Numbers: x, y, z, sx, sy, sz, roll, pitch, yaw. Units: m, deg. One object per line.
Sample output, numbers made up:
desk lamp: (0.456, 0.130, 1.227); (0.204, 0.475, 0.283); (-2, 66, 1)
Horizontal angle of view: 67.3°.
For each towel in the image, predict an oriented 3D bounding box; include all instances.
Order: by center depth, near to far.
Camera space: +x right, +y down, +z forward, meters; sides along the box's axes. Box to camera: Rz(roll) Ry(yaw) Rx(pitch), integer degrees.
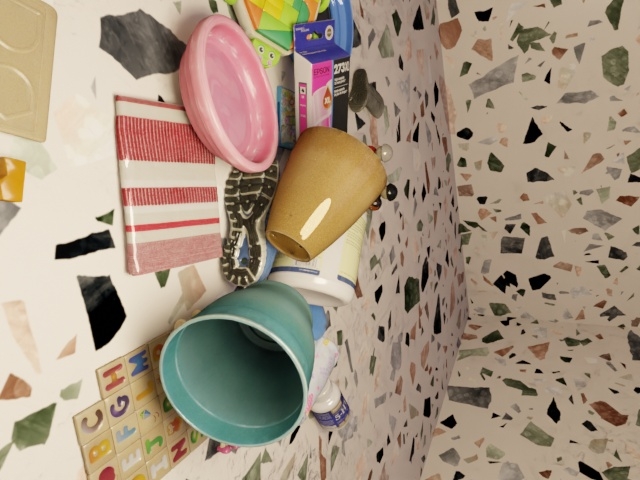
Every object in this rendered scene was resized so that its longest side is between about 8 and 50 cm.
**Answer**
towel: (-0.300, -0.108, 0.969); (0.237, 0.037, 0.328); (-12, 100, -59)

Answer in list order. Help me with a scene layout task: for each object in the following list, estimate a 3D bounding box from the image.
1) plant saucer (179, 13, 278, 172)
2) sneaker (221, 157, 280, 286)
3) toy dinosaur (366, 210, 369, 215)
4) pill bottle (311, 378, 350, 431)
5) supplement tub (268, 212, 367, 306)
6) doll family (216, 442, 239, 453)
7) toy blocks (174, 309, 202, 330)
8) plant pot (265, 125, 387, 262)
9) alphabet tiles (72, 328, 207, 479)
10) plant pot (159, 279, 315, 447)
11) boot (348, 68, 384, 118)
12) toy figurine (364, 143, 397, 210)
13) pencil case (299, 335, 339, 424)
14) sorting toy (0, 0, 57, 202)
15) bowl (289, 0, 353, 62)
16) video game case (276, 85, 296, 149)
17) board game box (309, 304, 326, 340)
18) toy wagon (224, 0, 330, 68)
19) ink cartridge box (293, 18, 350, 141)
plant saucer: (-0.197, -0.306, 1.045); (0.332, 0.084, 0.331); (-9, 90, -70)
sneaker: (-0.157, -0.050, 1.175); (0.147, 0.130, 0.329); (33, 64, -74)
toy dinosaur: (0.104, -0.192, 1.699); (0.118, 0.064, 0.267); (-52, 130, -53)
pill bottle: (0.018, 0.503, 1.505); (0.112, 0.112, 0.186); (-63, 142, -39)
supplement tub: (0.000, 0.000, 1.320); (0.235, 0.236, 0.324); (41, 56, -55)
doll family: (-0.173, 0.385, 1.168); (0.263, 0.119, 0.163); (-3, 105, -49)
toy blocks: (-0.241, 0.200, 1.048); (0.148, 0.054, 0.123); (-28, 115, -59)
plant pot: (-0.011, -0.085, 1.095); (0.254, 0.237, 0.237); (-58, 142, -22)
alphabet tiles: (-0.324, 0.338, 0.966); (0.343, 0.011, 0.284); (-26, 114, -59)
plant pot: (-0.127, 0.208, 0.949); (0.255, 0.272, 0.271); (-56, 140, -66)
boot: (0.178, -0.519, 1.816); (0.208, 0.076, 0.189); (44, 55, -62)
toy figurine: (0.152, -0.199, 1.545); (0.209, 0.148, 0.212); (-39, 126, -58)
pencil case: (-0.045, 0.394, 1.382); (0.273, 0.114, 0.124); (-48, 127, -51)
sorting toy: (-0.471, -0.214, 0.646); (0.229, 0.041, 0.306); (11, 81, -66)
bowl: (-0.015, -0.680, 1.429); (0.391, 0.077, 0.390); (-5, 96, -61)
video game case: (-0.087, -0.343, 1.374); (0.119, 0.015, 0.166); (-4, 95, -62)
board game box: (-0.050, 0.223, 1.432); (0.169, 0.033, 0.133); (39, 40, -30)
toy wagon: (-0.107, -0.563, 1.182); (0.267, 0.068, 0.343); (16, 87, -42)
ink cartridge box: (0.006, -0.383, 1.287); (0.176, 0.069, 0.370); (-34, 132, -44)
